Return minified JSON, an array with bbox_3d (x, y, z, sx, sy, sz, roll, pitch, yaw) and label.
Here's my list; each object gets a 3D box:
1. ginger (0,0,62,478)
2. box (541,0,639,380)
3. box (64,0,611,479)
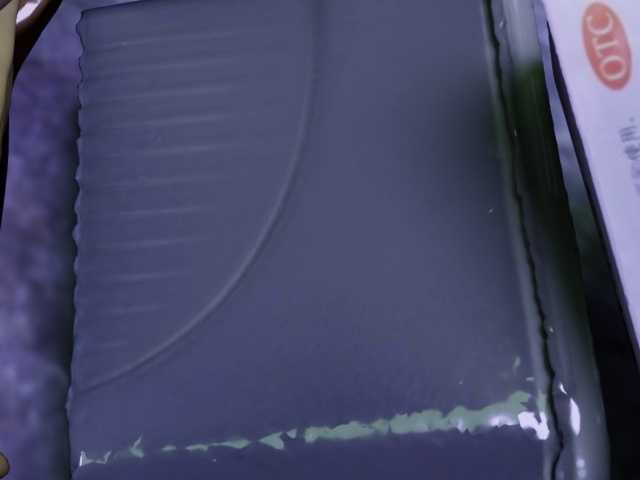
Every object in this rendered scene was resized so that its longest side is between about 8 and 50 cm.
[{"bbox_3d":[-0.238,-0.089,0.492,0.413,0.211,0.358,21,76,18],"label":"ginger"},{"bbox_3d":[0.193,0.061,0.462,0.173,0.145,0.332,-15,80,11],"label":"box"},{"bbox_3d":[0.000,0.000,0.571,0.178,0.138,0.274,-5,56,-1],"label":"box"}]
